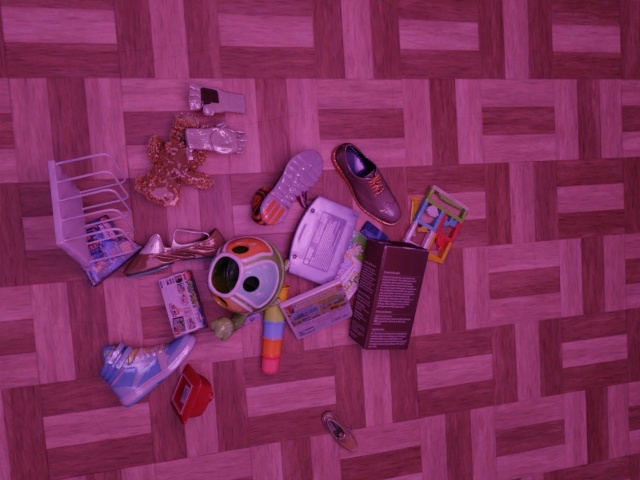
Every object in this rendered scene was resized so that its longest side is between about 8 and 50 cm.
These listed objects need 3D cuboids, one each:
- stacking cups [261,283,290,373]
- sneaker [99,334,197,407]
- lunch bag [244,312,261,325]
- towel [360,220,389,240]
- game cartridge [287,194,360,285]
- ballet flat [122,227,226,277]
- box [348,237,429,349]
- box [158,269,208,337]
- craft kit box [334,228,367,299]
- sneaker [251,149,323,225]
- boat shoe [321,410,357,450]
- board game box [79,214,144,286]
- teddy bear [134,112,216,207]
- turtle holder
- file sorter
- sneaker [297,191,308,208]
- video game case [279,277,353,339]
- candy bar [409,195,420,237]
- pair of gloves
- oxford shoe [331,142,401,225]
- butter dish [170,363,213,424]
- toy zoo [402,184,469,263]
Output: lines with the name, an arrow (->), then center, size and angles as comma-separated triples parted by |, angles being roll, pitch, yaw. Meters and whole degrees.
stacking cups -> -0.161, 0.315, 1.577 | 0.096, 0.096, 0.315 | 2, 93, -12
sneaker -> -0.589, 0.380, 1.471 | 0.319, 0.127, 0.208 | -41, 101, -8
lunch bag -> -0.255, 0.256, 1.575 | 0.071, 0.053, 0.083 | -24, 106, -9
towel -> 0.209, -0.020, 1.662 | 0.119, 0.029, 0.067 | 38, 48, -10
game cartridge -> 0.000, 0.000, 1.566 | 0.196, 0.060, 0.294 | 22, 88, -16
ballet flat -> -0.488, 0.025, 1.476 | 0.343, 0.116, 0.124 | -12, 107, -14
box -> 0.241, 0.193, 1.594 | 0.191, 0.143, 0.380 | 7, 101, -26
box -> -0.464, 0.214, 1.496 | 0.114, 0.036, 0.206 | -18, 73, -11
craft kit box -> 0.067, 0.067, 1.637 | 0.247, 0.061, 0.249 | 39, 85, -14
sneaker -> -0.134, -0.186, 1.523 | 0.124, 0.180, 0.321 | 48, 69, -23
boat shoe -> 0.075, 0.728, 1.657 | 0.068, 0.072, 0.190 | -44, 101, -7
board game box -> -0.700, 0.022, 1.462 | 0.194, 0.060, 0.194 | -28, 95, -13
teddy bear -> -0.472, -0.268, 1.488 | 0.245, 0.113, 0.337 | 13, 82, -20
turtle holder -> -0.271, 0.136, 1.443 | 0.320, 0.227, 0.243 | -45, 73, 12
file sorter -> -0.681, -0.094, 1.340 | 0.173, 0.192, 0.277 | -14, 69, -10
sneaker -> -0.062, -0.176, 1.604 | 0.057, 0.047, 0.119 | -21, 98, -22
video game case -> -0.010, 0.246, 1.572 | 0.227, 0.026, 0.206 | -23, 133, -3
candy bar -> 0.360, -0.091, 1.709 | 0.040, 0.018, 0.161 | 4, 92, -14
pair of gloves -> -0.344, -0.403, 1.480 | 0.204, 0.042, 0.239 | 4, 78, -28
oxford shoe -> 0.178, -0.197, 1.606 | 0.130, 0.133, 0.363 | -44, 101, -8
butter dish -> -0.424, 0.530, 1.519 | 0.118, 0.160, 0.160 | 24, 87, -36
toy zoo -> 0.438, -0.042, 1.710 | 0.193, 0.030, 0.293 | 28, 87, -20
